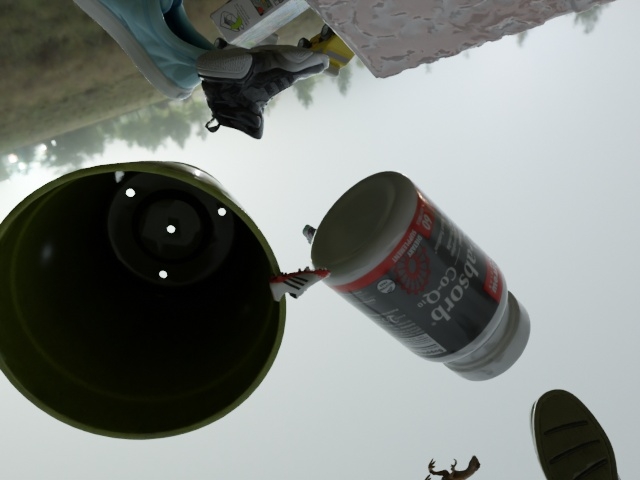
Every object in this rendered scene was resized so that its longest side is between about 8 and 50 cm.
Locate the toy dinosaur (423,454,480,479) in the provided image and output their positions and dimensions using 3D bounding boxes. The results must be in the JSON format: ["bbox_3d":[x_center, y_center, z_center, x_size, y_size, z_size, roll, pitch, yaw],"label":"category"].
[{"bbox_3d":[0.295,0.589,1.526,0.211,0.112,0.064,-50,-166,27],"label":"toy dinosaur"}]

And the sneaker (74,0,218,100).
[{"bbox_3d":[-0.319,-0.433,1.120,0.150,0.366,0.135,-32,-157,26],"label":"sneaker"}]

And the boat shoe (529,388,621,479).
[{"bbox_3d":[0.401,0.374,0.960,0.113,0.302,0.103,-22,164,0],"label":"boat shoe"}]

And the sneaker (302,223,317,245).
[{"bbox_3d":[0.000,0.000,1.558,0.069,0.098,0.038,25,-99,29],"label":"sneaker"}]

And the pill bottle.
[{"bbox_3d":[0.174,0.070,1.047,0.210,0.363,0.210,-37,-150,26],"label":"pill bottle"}]

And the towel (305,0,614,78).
[{"bbox_3d":[0.117,-0.274,0.508,0.331,0.053,0.317,-12,155,30],"label":"towel"}]

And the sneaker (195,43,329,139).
[{"bbox_3d":[-0.102,-0.271,1.158,0.268,0.153,0.101,-17,-148,-35],"label":"sneaker"}]

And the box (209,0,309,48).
[{"bbox_3d":[-0.061,-0.278,0.760,0.114,0.036,0.207,-32,-167,8],"label":"box"}]

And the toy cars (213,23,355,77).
[{"bbox_3d":[-0.084,-0.429,1.475,0.393,0.087,0.176,4,169,13],"label":"toy cars"}]

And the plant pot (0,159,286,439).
[{"bbox_3d":[-0.239,0.033,0.935,0.366,0.366,0.353,-18,-161,1],"label":"plant pot"}]

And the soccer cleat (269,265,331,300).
[{"bbox_3d":[-0.024,0.052,0.773,0.083,0.036,0.029,-9,-173,-32],"label":"soccer cleat"}]
